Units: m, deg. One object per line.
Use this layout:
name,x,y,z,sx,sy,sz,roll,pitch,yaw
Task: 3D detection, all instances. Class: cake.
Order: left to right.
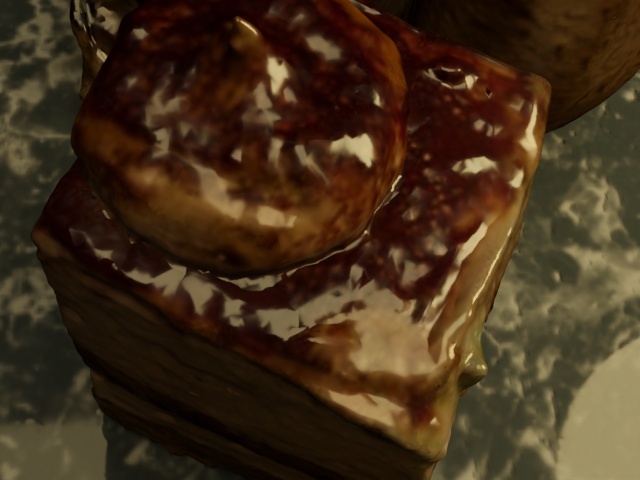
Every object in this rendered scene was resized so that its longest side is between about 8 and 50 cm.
cake,0.000,0.000,0.452,0.198,0.293,0.196,24,63,8

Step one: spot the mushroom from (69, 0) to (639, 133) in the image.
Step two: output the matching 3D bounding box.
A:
mushroom,0.049,-0.237,0.576,0.356,0.334,0.331,21,62,-9
